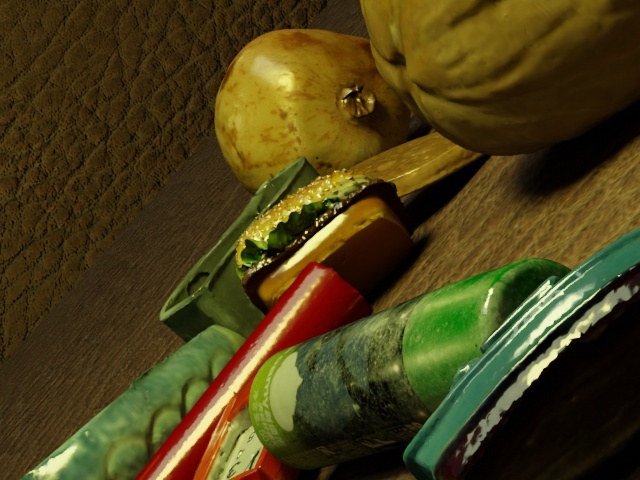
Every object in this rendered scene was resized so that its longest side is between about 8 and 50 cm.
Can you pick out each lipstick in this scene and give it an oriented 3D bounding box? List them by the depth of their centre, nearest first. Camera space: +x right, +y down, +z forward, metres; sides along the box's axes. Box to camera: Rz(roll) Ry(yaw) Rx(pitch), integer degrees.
[{"bbox_3d":[-0.067,0.143,1.521,0.279,0.073,0.073,-50,11,-13],"label":"lipstick"}]

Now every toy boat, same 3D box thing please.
[{"bbox_3d":[0.142,0.062,0.957,0.223,0.100,0.097,-43,24,5],"label":"toy boat"},{"bbox_3d":[-0.171,0.213,1.633,0.215,0.123,0.330,-42,-2,37],"label":"toy boat"}]

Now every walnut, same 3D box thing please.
[{"bbox_3d":[0.181,-0.218,1.461,0.313,0.252,0.277,-38,8,-14],"label":"walnut"}]

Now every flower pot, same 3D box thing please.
[{"bbox_3d":[-0.051,0.030,1.806,0.229,0.108,0.103,-53,13,-31],"label":"flower pot"}]

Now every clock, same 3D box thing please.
[{"bbox_3d":[-0.042,0.163,1.397,0.113,0.061,0.155,-37,17,38],"label":"clock"}]

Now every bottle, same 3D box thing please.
[{"bbox_3d":[0.060,0.087,1.191,0.093,0.093,0.330,-51,12,-28],"label":"bottle"}]

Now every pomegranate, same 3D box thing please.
[{"bbox_3d":[-0.006,-0.140,1.995,0.215,0.215,0.215,-43,11,10],"label":"pomegranate"}]

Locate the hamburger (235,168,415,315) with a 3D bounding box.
[{"bbox_3d":[0.000,0.000,1.627,0.166,0.087,0.137,-37,-33,-1],"label":"hamburger"}]

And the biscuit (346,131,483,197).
[{"bbox_3d":[0.067,-0.060,1.741,0.221,0.029,0.142,-24,13,8],"label":"biscuit"}]
